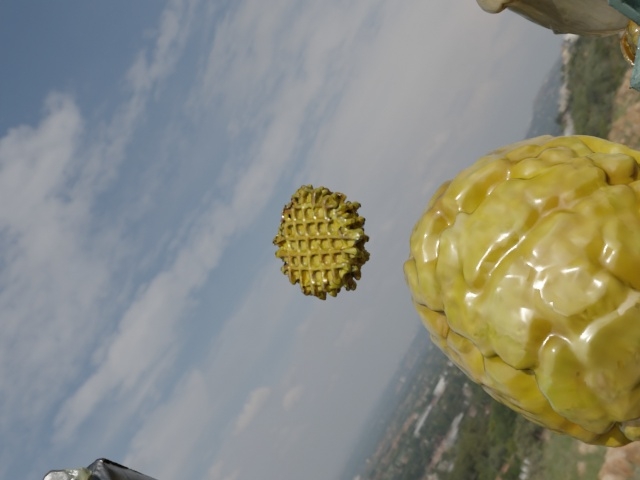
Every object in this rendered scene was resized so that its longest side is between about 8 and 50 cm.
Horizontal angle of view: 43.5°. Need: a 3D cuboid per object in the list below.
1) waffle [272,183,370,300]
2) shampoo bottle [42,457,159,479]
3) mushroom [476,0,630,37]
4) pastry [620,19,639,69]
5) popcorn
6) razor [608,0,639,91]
[{"bbox_3d":[0.000,0.000,1.392,0.070,0.197,0.193,-12,-50,-47],"label":"waffle"},{"bbox_3d":[-0.214,0.267,0.837,0.063,0.057,0.208,-40,-30,0],"label":"shampoo bottle"},{"bbox_3d":[0.298,-0.309,1.006,0.096,0.247,0.108,-49,42,49],"label":"mushroom"},{"bbox_3d":[0.376,-0.215,0.868,0.109,0.097,0.057,-22,-23,-20],"label":"pastry"},{"bbox_3d":[0.305,0.050,0.961,0.344,0.390,0.354,-58,14,15],"label":"popcorn"},{"bbox_3d":[0.126,-0.162,0.355,0.211,0.036,0.084,42,-122,-46],"label":"razor"}]
